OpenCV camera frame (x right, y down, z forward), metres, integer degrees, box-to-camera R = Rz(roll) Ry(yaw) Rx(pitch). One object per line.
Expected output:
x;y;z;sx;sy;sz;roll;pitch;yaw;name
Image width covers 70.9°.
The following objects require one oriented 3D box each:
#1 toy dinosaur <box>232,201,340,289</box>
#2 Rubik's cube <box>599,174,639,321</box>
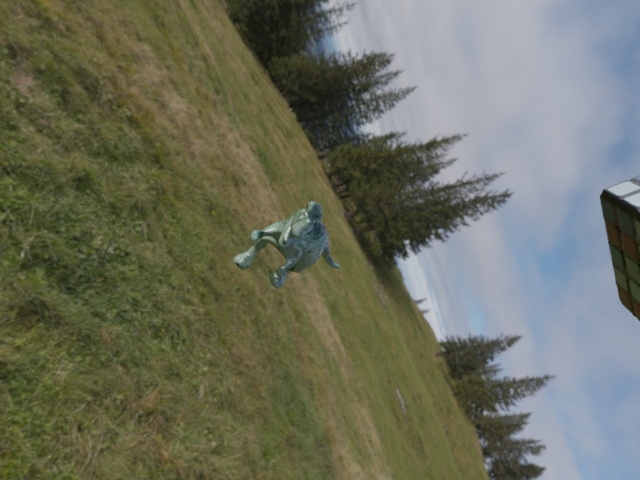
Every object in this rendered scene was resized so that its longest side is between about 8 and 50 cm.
-0.045;0.022;0.625;0.383;0.129;0.076;72;-6;-83;toy dinosaur
0.450;0.017;0.485;0.184;0.182;0.187;-84;151;-67;Rubik's cube
